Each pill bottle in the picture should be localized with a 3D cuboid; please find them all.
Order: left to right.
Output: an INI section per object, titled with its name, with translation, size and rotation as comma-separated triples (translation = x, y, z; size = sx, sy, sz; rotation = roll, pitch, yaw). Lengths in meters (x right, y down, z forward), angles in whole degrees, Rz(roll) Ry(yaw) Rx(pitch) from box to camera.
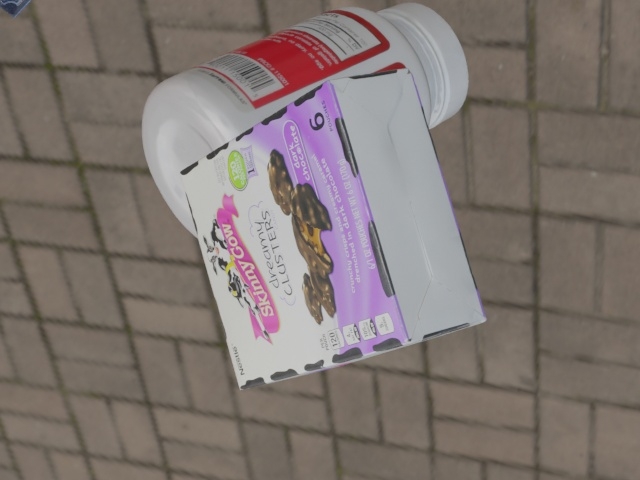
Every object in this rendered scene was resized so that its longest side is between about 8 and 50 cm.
[pill bottle]
translation = -0.007, -0.166, 1.650
size = 0.229, 0.407, 0.229
rotation = 33, 138, 37

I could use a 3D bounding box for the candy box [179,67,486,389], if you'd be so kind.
[candy box]
translation = 0.000, 0.000, 0.836
size = 0.196, 0.070, 0.165
rotation = -24, 81, 53

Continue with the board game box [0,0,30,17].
[board game box]
translation = -0.236, -0.319, 1.031
size = 0.165, 0.042, 0.243
rotation = 37, 114, -28
